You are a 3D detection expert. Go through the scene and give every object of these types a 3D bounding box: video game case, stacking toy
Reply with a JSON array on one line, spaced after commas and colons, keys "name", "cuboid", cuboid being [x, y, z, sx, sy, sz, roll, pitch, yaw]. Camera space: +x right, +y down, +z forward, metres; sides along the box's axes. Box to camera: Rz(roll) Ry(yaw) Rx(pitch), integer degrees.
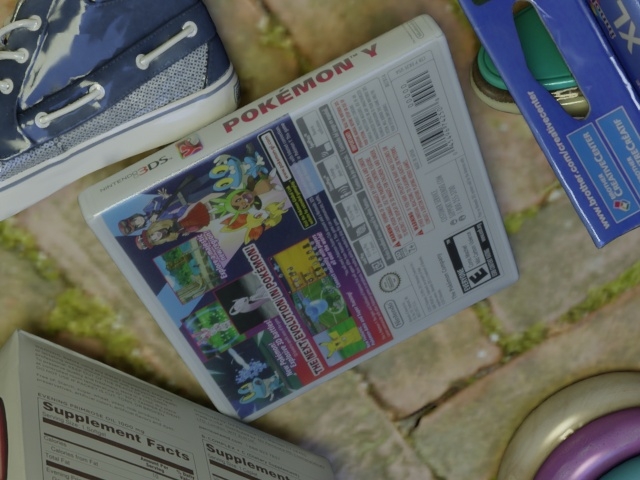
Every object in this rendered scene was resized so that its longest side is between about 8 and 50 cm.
[{"name": "video game case", "cuboid": [0.000, 0.000, 0.700, 0.183, 0.023, 0.201, -28, 140, -1]}, {"name": "stacking toy", "cuboid": [0.213, 0.212, 0.731, 0.141, 0.330, 0.141, -7, 120, -13]}]

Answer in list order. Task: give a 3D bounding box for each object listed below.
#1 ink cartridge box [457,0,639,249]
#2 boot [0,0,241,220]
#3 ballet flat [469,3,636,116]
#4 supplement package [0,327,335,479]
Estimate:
[{"name": "ink cartridge box", "cuboid": [0.221, -0.147, 0.634, 0.311, 0.065, 0.186, -28, 88, -5]}, {"name": "boot", "cuboid": [-0.136, -0.068, 0.635, 0.190, 0.069, 0.086, -26, 115, -12]}, {"name": "ballet flat", "cuboid": [0.195, -0.111, 0.703, 0.248, 0.086, 0.086, -27, 122, -2]}, {"name": "supplement package", "cuboid": [-0.134, 0.214, 0.722, 0.204, 0.145, 0.262, 27, 112, -27]}]
